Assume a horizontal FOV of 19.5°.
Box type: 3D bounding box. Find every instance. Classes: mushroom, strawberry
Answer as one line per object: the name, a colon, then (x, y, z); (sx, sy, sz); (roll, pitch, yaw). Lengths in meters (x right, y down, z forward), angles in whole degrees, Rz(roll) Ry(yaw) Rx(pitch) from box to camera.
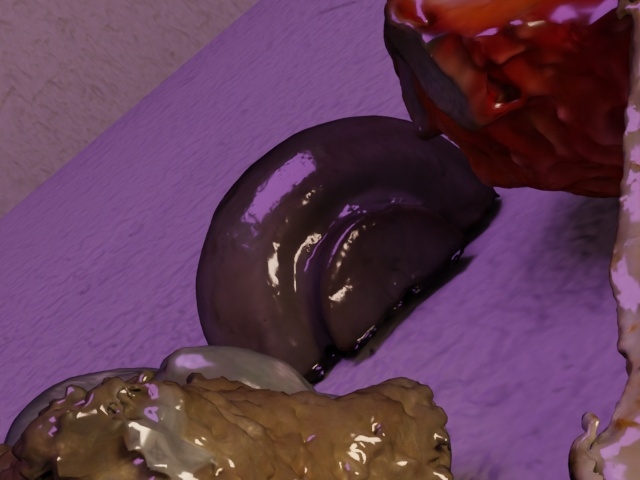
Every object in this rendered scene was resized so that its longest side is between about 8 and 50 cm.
mushroom: (0.000, 0.000, 1.062); (0.188, 0.117, 0.141); (-46, 3, -11)
strawberry: (0.194, -0.133, 0.883); (0.336, 0.149, 0.265); (-21, 31, 14)

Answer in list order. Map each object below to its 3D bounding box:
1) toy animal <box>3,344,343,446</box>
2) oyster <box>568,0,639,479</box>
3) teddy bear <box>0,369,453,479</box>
toy animal: (-0.058, 0.092, 0.882); (0.236, 0.108, 0.138); (-30, 15, 32)
oyster: (0.153, -0.024, 0.642); (0.129, 0.078, 0.345); (-48, 23, 45)
teddy bear: (-0.100, 0.145, 0.726); (0.256, 0.156, 0.267); (-31, 17, 39)
